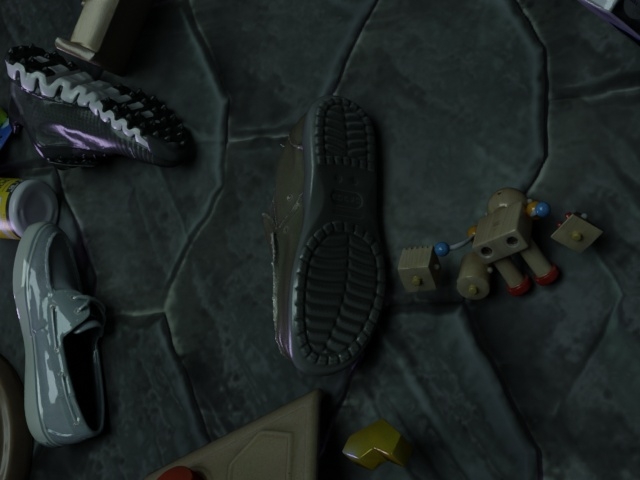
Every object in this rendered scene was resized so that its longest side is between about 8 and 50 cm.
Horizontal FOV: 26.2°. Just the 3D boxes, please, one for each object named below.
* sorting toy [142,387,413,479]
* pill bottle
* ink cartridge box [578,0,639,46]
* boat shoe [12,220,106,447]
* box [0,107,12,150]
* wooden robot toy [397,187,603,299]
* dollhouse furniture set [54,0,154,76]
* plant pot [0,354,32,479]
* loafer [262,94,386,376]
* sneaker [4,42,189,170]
[{"bbox_3d":[-0.054,0.218,1.143,0.307,0.041,0.229,-30,31,26],"label":"sorting toy"},{"bbox_3d":[-0.339,-0.034,1.456,0.116,0.065,0.065,3,81,35],"label":"pill bottle"},{"bbox_3d":[0.311,-0.295,0.999,0.065,0.165,0.332,39,103,33],"label":"ink cartridge box"},{"bbox_3d":[-0.248,0.089,1.365,0.081,0.079,0.227,-10,80,26],"label":"boat shoe"},{"bbox_3d":[-0.423,-0.097,1.515,0.178,0.042,0.109,-14,39,32],"label":"box"},{"bbox_3d":[0.150,-0.005,1.124,0.173,0.076,0.079,-22,33,29],"label":"wooden robot toy"},{"bbox_3d":[-0.291,-0.291,1.396,0.242,0.212,0.161,23,92,9],"label":"dollhouse furniture set"},{"bbox_3d":[-0.421,0.216,1.431,0.237,0.110,0.237,-8,76,33],"label":"plant pot"},{"bbox_3d":[0.000,0.000,1.210,0.087,0.094,0.251,-25,54,55],"label":"loafer"},{"bbox_3d":[-0.231,-0.111,1.396,0.234,0.078,0.106,27,118,23],"label":"sneaker"}]
